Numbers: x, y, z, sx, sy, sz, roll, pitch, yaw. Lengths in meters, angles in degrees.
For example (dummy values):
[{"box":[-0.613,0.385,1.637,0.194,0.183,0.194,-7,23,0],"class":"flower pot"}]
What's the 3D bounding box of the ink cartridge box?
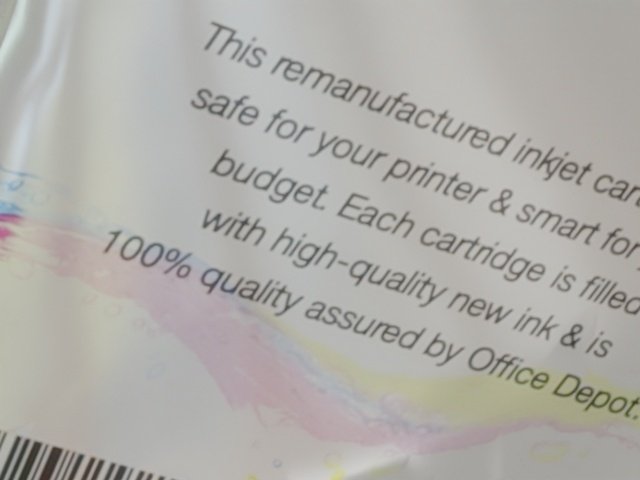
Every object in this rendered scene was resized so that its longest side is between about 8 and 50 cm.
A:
[{"box":[0.000,0.000,0.430,0.201,0.278,0.117,18,19,-21],"class":"ink cartridge box"}]
